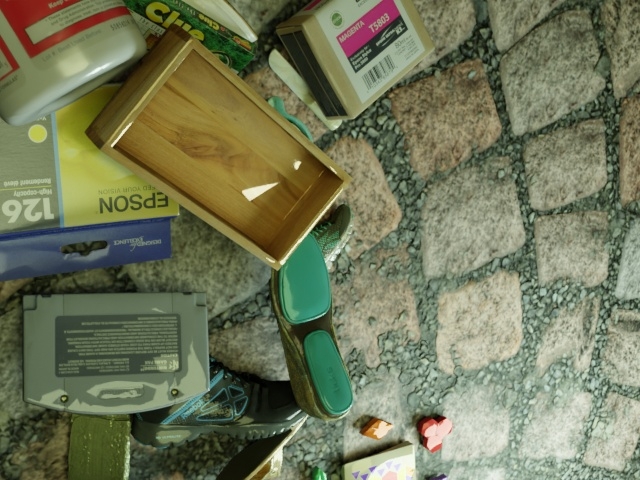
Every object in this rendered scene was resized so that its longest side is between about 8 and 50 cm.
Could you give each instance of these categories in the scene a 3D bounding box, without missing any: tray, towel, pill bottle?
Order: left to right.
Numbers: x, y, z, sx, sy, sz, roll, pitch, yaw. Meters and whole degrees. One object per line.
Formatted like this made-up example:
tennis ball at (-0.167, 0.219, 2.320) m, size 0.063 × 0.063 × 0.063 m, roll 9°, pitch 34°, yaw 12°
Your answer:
pill bottle at (-0.432, -0.382, 1.173) m, size 0.229 × 0.229 × 0.407 m, roll -33°, pitch 101°, yaw -18°
towel at (-0.376, 0.358, 1.482) m, size 0.110 × 0.027 × 0.148 m, roll 4°, pitch 99°, yaw 3°
tray at (-0.141, -0.130, 1.349) m, size 0.203 × 0.076 × 0.411 m, roll -51°, pitch 135°, yaw 2°

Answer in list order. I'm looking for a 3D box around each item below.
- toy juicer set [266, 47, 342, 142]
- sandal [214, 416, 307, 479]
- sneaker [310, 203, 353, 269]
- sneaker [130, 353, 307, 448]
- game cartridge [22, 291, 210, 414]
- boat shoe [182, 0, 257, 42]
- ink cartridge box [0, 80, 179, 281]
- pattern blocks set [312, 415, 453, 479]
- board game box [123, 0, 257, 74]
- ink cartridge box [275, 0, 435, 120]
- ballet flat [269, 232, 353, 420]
toy juicer set at (-0.045, -0.145, 1.530) m, size 0.209 × 0.089 × 0.329 m, roll 20°, pitch 91°, yaw -30°
sandal at (-0.091, 0.408, 1.633) m, size 0.240 × 0.088 × 0.079 m, roll -46°, pitch 115°, yaw -18°
sneaker at (0.000, 0.000, 1.604) m, size 0.076 × 0.065 × 0.166 m, roll 31°, pitch 85°, yaw -26°
sneaker at (-0.164, 0.275, 1.542) m, size 0.341 × 0.125 × 0.139 m, roll -3°, pitch 101°, yaw -28°
game cartridge at (-0.332, 0.184, 1.421) m, size 0.297 × 0.062 × 0.198 m, roll 1°, pitch 84°, yaw -20°
boat shoe at (-0.226, -0.387, 1.383) m, size 0.277 × 0.098 × 0.096 m, roll 36°, pitch 98°, yaw -24°
ink cartridge box at (-0.379, -0.095, 1.380) m, size 0.304 × 0.072 × 0.307 m, roll -8°, pitch 103°, yaw -26°
pattern blocks set at (0.126, 0.499, 1.801) m, size 0.325 × 0.026 × 0.285 m, roll -1°, pitch 102°, yaw -28°
board game box at (-0.244, -0.325, 1.368) m, size 0.260 × 0.136 × 0.030 m, roll 26°, pitch 47°, yaw -29°
ink cartridge box at (0.066, -0.354, 1.523) m, size 0.235 × 0.088 × 0.193 m, roll -44°, pitch 118°, yaw -23°
ballet flat at (-0.033, 0.152, 1.550) m, size 0.123 × 0.123 × 0.348 m, roll -14°, pitch 88°, yaw -25°
